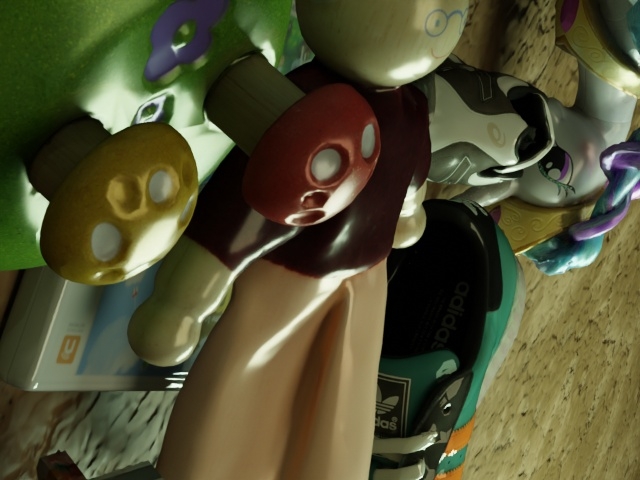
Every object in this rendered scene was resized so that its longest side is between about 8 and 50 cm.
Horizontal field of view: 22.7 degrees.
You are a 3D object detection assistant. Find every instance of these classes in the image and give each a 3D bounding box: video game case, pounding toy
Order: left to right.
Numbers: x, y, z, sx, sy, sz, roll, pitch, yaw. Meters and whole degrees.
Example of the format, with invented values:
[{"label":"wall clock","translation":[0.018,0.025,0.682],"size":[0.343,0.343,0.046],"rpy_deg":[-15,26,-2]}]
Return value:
[{"label":"pounding toy","translation":[-0.055,-0.050,0.479],"size":[0.183,0.110,0.237],"rpy_deg":[-43,158,-13]},{"label":"video game case","translation":[-0.048,-0.026,0.705],"size":[0.212,0.023,0.193],"rpy_deg":[13,98,-67]}]

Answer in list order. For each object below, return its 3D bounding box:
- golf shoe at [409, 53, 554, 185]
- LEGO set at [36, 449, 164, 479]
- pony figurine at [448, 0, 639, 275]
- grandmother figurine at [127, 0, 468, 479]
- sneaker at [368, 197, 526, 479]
[{"label":"golf shoe","translation":[0.080,-0.058,0.857],"size":[0.198,0.094,0.077],"rpy_deg":[-27,133,-74]},{"label":"LEGO set","translation":[-0.138,0.231,0.589],"size":[0.255,0.192,0.331],"rpy_deg":[-19,141,-36]},{"label":"pony figurine","translation":[0.256,-0.145,1.036],"size":[0.351,0.303,0.363],"rpy_deg":[-1,118,-31]},{"label":"grandmother figurine","translation":[0.000,0.000,0.682],"size":[0.208,0.104,0.342],"rpy_deg":[-40,147,-63]},{"label":"sneaker","translation":[0.034,0.114,0.918],"size":[0.121,0.108,0.302],"rpy_deg":[49,57,-64]}]
